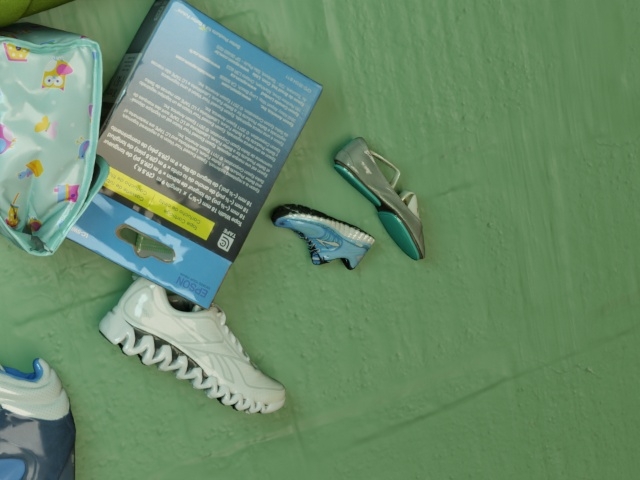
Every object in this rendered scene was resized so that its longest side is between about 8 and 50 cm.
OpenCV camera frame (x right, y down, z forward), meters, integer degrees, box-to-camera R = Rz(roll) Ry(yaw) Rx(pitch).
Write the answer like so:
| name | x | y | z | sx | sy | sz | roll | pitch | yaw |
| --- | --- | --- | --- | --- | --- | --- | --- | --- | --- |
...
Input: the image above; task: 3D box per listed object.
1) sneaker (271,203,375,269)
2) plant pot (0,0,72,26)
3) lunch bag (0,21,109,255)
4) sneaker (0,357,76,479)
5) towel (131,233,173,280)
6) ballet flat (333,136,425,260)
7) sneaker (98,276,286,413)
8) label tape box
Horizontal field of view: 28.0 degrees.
| name | x | y | z | sx | sy | sz | roll | pitch | yaw |
| --- | --- | --- | --- | --- | --- | --- | --- | --- | --- |
| sneaker | 0.000 | 0.000 | 1.819 | 0.162 | 0.063 | 0.073 | 22 | 96 | -26 |
| plant pot | -0.291 | -0.430 | 1.457 | 0.353 | 0.366 | 0.367 | -15 | 108 | -33 |
| lunch bag | -0.360 | -0.122 | 1.538 | 0.160 | 0.223 | 0.262 | -6 | 105 | -31 |
| sneaker | -0.476 | 0.257 | 1.639 | 0.322 | 0.130 | 0.236 | -9 | 96 | -17 |
| towel | -0.192 | -0.012 | 1.751 | 0.113 | 0.023 | 0.152 | 8 | 98 | -26 |
| ballet flat | 0.103 | -0.062 | 1.846 | 0.068 | 0.072 | 0.213 | -47 | 115 | -13 |
| sneaker | -0.154 | 0.145 | 1.756 | 0.292 | 0.110 | 0.118 | 32 | 88 | -27 |
| label tape box | -0.182 | -0.114 | 1.673 | 0.240 | 0.106 | 0.334 | 30 | 85 | -24 |
